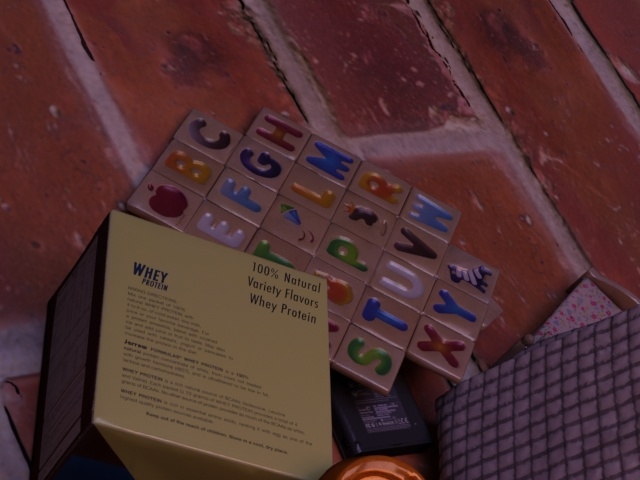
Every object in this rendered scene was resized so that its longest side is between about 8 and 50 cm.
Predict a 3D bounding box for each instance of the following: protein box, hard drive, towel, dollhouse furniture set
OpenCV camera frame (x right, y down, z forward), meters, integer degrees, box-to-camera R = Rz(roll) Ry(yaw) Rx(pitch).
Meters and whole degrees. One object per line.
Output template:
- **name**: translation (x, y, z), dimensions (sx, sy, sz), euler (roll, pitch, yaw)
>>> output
- **protein box**: translation (-0.109, 0.117, 1.256), dimensions (0.199, 0.136, 0.201), euler (19, 47, -23)
- **hard drive**: translation (0.039, 0.133, 1.439), dimensions (0.094, 0.022, 0.135), euler (-2, 57, -38)
- **towel**: translation (0.236, 0.189, 1.341), dimensions (0.121, 0.283, 0.235), euler (40, 35, -32)
- **dollhouse furniture set**: translation (0.355, 0.090, 1.603), dimensions (0.355, 0.174, 0.303), euler (46, 41, 5)

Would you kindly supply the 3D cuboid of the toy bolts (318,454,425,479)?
- **toy bolts**: translation (0.003, 0.292, 1.161), dimensions (0.218, 0.158, 0.228), euler (-32, 82, -33)

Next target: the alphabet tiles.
- **alphabet tiles**: translation (0.000, 0.000, 1.485), dimensions (0.342, 0.011, 0.285), euler (28, 40, 0)
